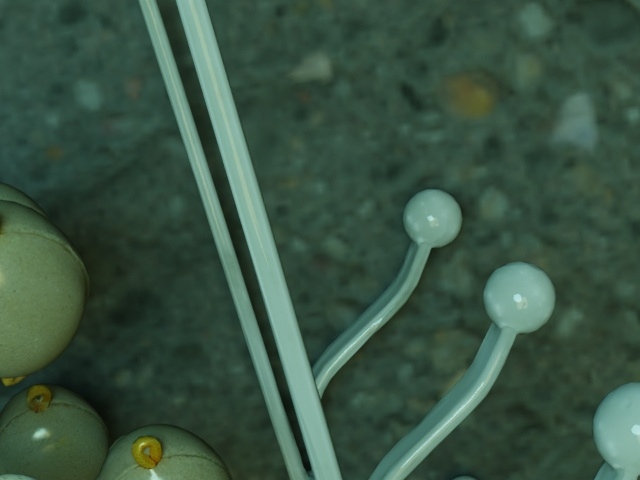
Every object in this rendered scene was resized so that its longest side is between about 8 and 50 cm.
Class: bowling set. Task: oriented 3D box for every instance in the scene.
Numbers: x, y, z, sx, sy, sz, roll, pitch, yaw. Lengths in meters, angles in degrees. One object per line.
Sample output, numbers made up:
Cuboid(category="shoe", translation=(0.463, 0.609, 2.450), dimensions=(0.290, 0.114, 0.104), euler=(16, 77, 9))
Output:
Cuboid(category="bowling set", translation=(-0.119, 0.047, 0.530), dimensions=(0.154, 0.200, 0.287), euler=(-16, 139, -11))

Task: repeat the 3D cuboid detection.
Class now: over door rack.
Cuboid(category="over door rack", translation=(0.000, 0.000, 0.486), dimensions=(0.108, 0.239, 0.324), euler=(-29, 106, -2))
